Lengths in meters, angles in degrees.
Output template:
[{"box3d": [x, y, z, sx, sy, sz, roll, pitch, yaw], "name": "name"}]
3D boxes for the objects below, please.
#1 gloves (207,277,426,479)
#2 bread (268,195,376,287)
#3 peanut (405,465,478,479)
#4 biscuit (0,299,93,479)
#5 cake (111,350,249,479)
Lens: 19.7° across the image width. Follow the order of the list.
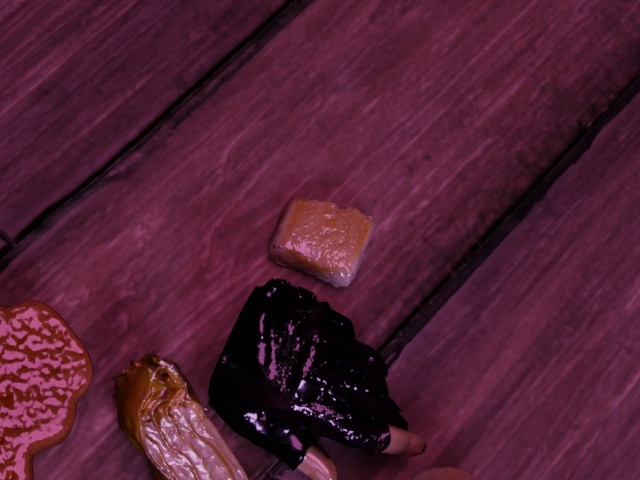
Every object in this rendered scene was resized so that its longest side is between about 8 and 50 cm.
[{"box3d": [0.008, 0.122, 1.493, 0.181, 0.106, 0.129, 24, 59, 4], "name": "gloves"}, {"box3d": [0.000, 0.000, 1.594, 0.083, 0.035, 0.070, 17, 60, 3], "name": "bread"}, {"box3d": [0.089, 0.311, 1.406, 0.130, 0.130, 0.290, 9, 63, -9], "name": "peanut"}, {"box3d": [-0.326, 0.165, 1.425, 0.334, 0.047, 0.202, -36, 77, -24], "name": "biscuit"}, {"box3d": [-0.118, 0.177, 1.476, 0.080, 0.116, 0.185, -41, 110, -23], "name": "cake"}]
